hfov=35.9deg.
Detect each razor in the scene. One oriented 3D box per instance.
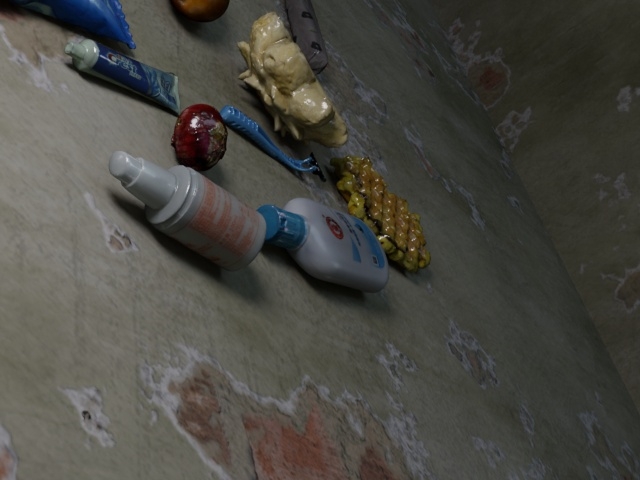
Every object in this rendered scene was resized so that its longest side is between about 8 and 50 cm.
[{"bbox_3d":[-0.091,-0.182,1.854,0.253,0.042,0.082,31,22,-40],"label":"razor"}]

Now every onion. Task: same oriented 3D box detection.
[{"bbox_3d":[-0.193,-0.163,1.569,0.107,0.097,0.107,4,90,-72],"label":"onion"}]

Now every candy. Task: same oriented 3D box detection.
[{"bbox_3d":[-0.411,-0.409,1.508,0.331,0.077,0.187,5,60,-61],"label":"candy"}]

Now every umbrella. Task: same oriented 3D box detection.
[{"bbox_3d":[-0.040,-0.524,2.405,0.073,0.067,0.337,52,18,-44],"label":"umbrella"}]

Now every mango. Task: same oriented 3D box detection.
[{"bbox_3d":[-0.236,-0.501,1.925,0.133,0.111,0.267,26,34,-22],"label":"mango"}]

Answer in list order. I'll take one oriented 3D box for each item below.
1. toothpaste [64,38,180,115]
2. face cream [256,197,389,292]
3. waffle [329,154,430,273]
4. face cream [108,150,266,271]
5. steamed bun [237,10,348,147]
[{"bbox_3d":[-0.303,-0.261,1.549,0.069,0.047,0.268,50,15,25],"label":"toothpaste"},{"bbox_3d":[0.000,0.000,1.727,0.337,0.080,0.163,19,40,-55],"label":"face cream"},{"bbox_3d":[0.133,-0.062,2.112,0.301,0.058,0.281,36,29,-41],"label":"waffle"},{"bbox_3d":[-0.193,-0.050,1.393,0.252,0.101,0.101,34,30,-40],"label":"face cream"},{"bbox_3d":[-0.064,-0.290,1.932,0.292,0.137,0.295,58,1,41],"label":"steamed bun"}]
